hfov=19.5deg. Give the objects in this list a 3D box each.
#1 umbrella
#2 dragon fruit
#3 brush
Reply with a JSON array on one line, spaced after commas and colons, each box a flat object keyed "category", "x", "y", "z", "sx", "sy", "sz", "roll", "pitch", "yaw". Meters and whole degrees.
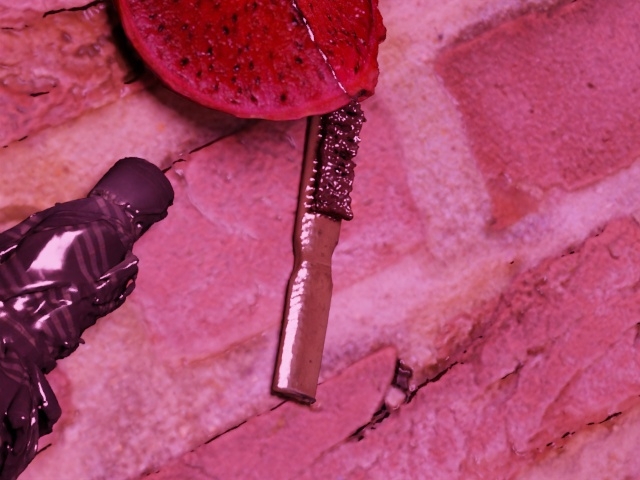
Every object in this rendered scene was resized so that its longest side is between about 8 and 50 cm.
[{"category": "umbrella", "x": -0.198, "y": 0.059, "z": 1.237, "sx": 0.336, "sy": 0.154, "sz": 0.128, "roll": -41, "pitch": 142, "yaw": -28}, {"category": "dragon fruit", "x": -0.063, "y": -0.201, "z": 1.371, "sx": 0.189, "sy": 0.163, "sz": 0.261, "roll": -26, "pitch": 91, "yaw": -2}, {"category": "brush", "x": 0.000, "y": 0.000, "z": 1.425, "sx": 0.043, "sy": 0.036, "sz": 0.248, "roll": 16, "pitch": 73, "yaw": -22}]
